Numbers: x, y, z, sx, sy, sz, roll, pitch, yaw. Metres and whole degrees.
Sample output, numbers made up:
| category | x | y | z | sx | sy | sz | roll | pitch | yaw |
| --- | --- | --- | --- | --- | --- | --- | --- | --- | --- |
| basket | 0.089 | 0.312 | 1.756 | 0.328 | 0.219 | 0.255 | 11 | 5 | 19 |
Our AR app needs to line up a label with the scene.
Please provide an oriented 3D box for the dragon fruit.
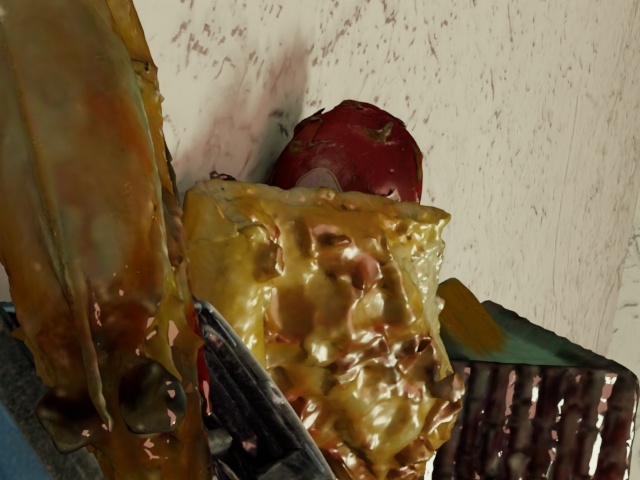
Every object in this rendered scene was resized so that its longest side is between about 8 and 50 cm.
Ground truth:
| category | x | y | z | sx | sy | sz | roll | pitch | yaw |
| --- | --- | --- | --- | --- | --- | --- | --- | --- | --- |
| dragon fruit | 0.000 | 0.000 | 1.090 | 0.190 | 0.094 | 0.094 | -62 | 160 | -15 |

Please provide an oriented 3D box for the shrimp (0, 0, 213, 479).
| category | x | y | z | sx | sy | sz | roll | pitch | yaw |
| --- | --- | --- | --- | --- | --- | --- | --- | --- | --- |
| shrimp | -0.076 | -0.022 | 0.633 | 0.154 | 0.062 | 0.294 | 47 | 27 | -60 |

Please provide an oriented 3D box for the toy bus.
| category | x | y | z | sx | sy | sz | roll | pitch | yaw |
| --- | --- | --- | --- | --- | --- | --- | --- | --- | --- |
| toy bus | -0.090 | 0.094 | 0.724 | 0.133 | 0.116 | 0.234 | -39 | 168 | 11 |

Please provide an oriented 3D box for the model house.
| category | x | y | z | sx | sy | sz | roll | pitch | yaw |
| --- | --- | --- | --- | --- | --- | --- | --- | --- | --- |
| model house | 0.114 | 0.164 | 1.295 | 0.230 | 0.249 | 0.280 | -40 | 138 | -68 |

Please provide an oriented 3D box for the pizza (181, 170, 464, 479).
| category | x | y | z | sx | sy | sz | roll | pitch | yaw |
| --- | --- | --- | --- | --- | --- | --- | --- | --- | --- |
| pizza | 0.009 | 0.078 | 1.059 | 0.182 | 0.074 | 0.365 | -29 | 139 | -12 |
